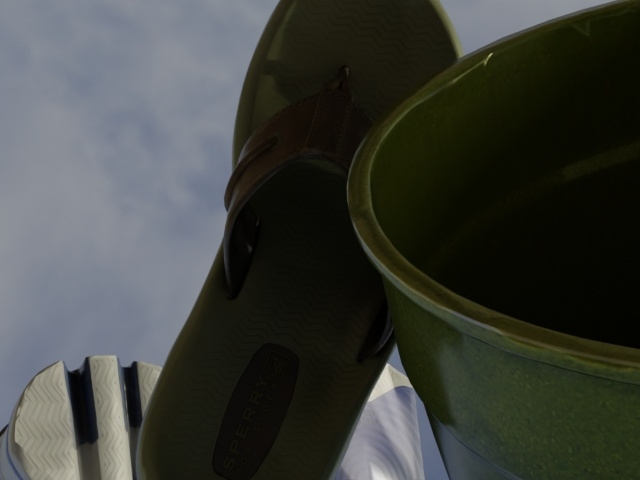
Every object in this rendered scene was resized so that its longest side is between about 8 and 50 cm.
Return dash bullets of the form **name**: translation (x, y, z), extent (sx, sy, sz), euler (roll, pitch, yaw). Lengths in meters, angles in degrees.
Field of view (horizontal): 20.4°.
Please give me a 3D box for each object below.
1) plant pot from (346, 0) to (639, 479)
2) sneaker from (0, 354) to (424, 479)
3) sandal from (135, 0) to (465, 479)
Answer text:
- **plant pot**: translation (0.216, 0.111, 0.747), extent (0.367, 0.353, 0.366), euler (-8, -154, 4)
- **sneaker**: translation (-0.095, 0.144, 1.255), extent (0.316, 0.127, 0.182), euler (5, 165, -29)
- **sandal**: translation (0.001, 0.002, 0.837), extent (0.120, 0.086, 0.302), euler (16, -107, 0)
